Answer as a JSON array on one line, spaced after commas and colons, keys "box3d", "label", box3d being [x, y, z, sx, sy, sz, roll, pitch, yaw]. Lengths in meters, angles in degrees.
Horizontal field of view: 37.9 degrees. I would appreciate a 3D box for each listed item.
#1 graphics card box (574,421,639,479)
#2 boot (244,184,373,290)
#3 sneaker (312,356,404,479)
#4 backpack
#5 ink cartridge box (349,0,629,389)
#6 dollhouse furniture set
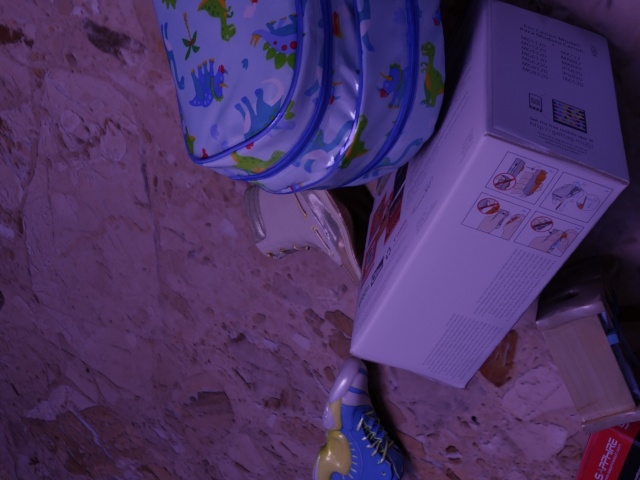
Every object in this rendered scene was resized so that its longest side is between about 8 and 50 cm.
[{"box3d": [0.446, 0.327, 0.969, 0.371, 0.094, 0.233, 27, 132, 27], "label": "graphics card box"}, {"box3d": [0.000, 0.000, 1.154, 0.165, 0.077, 0.213, -28, 92, 47], "label": "boot"}, {"box3d": [0.066, 0.264, 1.285, 0.126, 0.091, 0.240, 17, 129, 10], "label": "sneaker"}, {"box3d": [-0.024, -0.218, 0.856, 0.290, 0.273, 0.356, -11, 102, 43], "label": "backpack"}, {"box3d": [0.151, -0.060, 0.906, 0.130, 0.272, 0.309, 18, 136, -8], "label": "ink cartridge box"}, {"box3d": [0.324, 0.081, 0.911, 0.183, 0.129, 0.129, -21, 103, 22], "label": "dollhouse furniture set"}]
